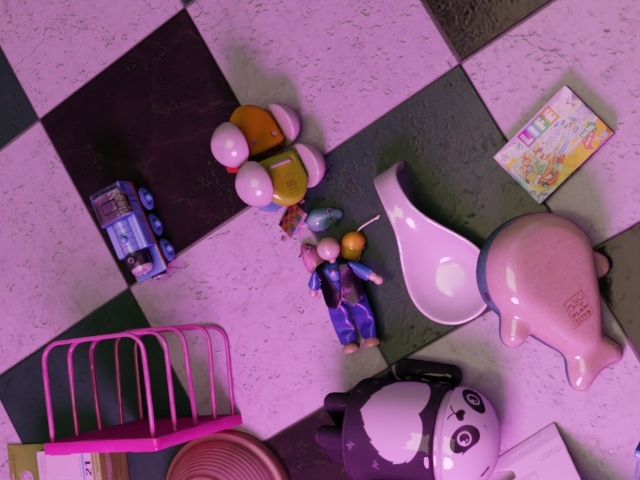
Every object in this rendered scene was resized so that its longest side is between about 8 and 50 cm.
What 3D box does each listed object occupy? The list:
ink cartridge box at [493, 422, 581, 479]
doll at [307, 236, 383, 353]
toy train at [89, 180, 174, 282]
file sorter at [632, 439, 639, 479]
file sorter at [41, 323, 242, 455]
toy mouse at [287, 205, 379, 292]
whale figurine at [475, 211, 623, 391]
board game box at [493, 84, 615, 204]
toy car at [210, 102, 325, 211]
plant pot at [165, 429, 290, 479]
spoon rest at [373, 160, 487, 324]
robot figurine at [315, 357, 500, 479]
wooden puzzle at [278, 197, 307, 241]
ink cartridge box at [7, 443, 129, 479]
[{"bbox_3d":[0.305,0.451,1.775,0.275,0.060,0.239,-37,45,19],"label":"ink cartridge box"},{"bbox_3d":[0.042,0.082,1.871,0.129,0.046,0.189,-18,98,21],"label":"doll"},{"bbox_3d":[-0.320,-0.016,1.995,0.080,0.105,0.184,-25,83,21],"label":"toy train"},{"bbox_3d":[0.533,0.354,1.666,0.170,0.118,0.104,13,100,21],"label":"file sorter"},{"bbox_3d":[-0.289,0.235,1.898,0.202,0.291,0.182,-7,87,22],"label":"file sorter"},{"bbox_3d":[0.000,0.000,1.907,0.143,0.031,0.161,28,102,18],"label":"toy mouse"},{"bbox_3d":[0.337,0.089,1.730,0.216,0.141,0.272,-38,102,-20],"label":"whale figurine"},{"bbox_3d":[0.353,-0.144,1.762,0.103,0.026,0.154,48,108,14],"label":"board game box"},{"bbox_3d":[-0.096,-0.125,1.894,0.182,0.159,0.136,57,144,10],"label":"toy car"},{"bbox_3d":[-0.171,0.445,1.956,0.237,0.110,0.237,1,93,21],"label":"plant pot"},{"bbox_3d":[0.165,0.004,1.814,0.137,0.084,0.276,-35,79,20],"label":"spoon rest"},{"bbox_3d":[0.137,0.299,1.790,0.278,0.173,0.209,2,96,22],"label":"robot figurine"},{"bbox_3d":[-0.045,-0.035,1.923,0.083,0.006,0.049,-60,39,14],"label":"wooden puzzle"},{"bbox_3d":[-0.471,0.460,2.082,0.255,0.097,0.189,-7,90,21],"label":"ink cartridge box"}]
